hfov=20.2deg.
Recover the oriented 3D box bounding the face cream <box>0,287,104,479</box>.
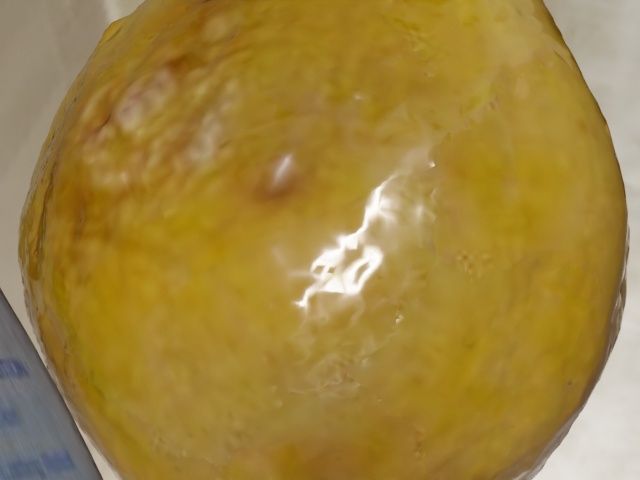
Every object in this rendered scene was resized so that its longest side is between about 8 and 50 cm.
[{"bbox_3d":[-0.106,0.094,0.490,0.137,0.420,0.235,-34,-12,12],"label":"face cream"}]

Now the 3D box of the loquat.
[{"bbox_3d":[0.000,0.000,0.646,0.193,0.238,0.238,26,-100,-75],"label":"loquat"}]
